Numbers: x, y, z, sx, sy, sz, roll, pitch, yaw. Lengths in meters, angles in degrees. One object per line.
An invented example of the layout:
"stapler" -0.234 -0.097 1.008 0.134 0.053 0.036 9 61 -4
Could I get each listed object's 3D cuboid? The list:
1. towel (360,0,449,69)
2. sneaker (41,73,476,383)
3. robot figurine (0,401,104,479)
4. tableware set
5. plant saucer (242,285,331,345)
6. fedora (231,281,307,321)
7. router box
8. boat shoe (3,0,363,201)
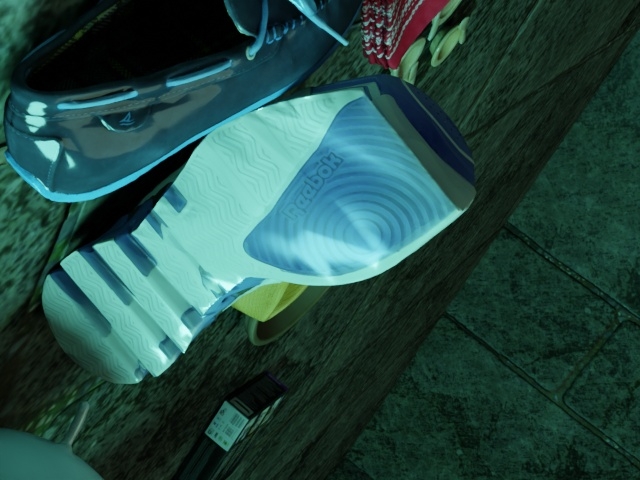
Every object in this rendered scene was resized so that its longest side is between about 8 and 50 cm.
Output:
"towel" 0.098 -0.240 0.811 0.199 0.031 0.275 -50 171 -5
"sneaker" -0.040 -0.033 0.766 0.315 0.127 0.182 -28 -164 32
"robot figurine" -0.254 0.264 0.721 0.353 0.199 0.300 -45 152 -26
"tableware set" 0.109 -0.196 1.154 0.169 0.020 0.141 -49 167 -12
"plant saucer" 0.000 0.000 1.265 0.278 0.041 0.278 -49 168 -14
"fedora" -0.045 0.010 1.041 0.194 0.079 0.194 -48 167 -15
"router box" -0.129 0.279 1.563 0.179 0.046 0.133 -57 167 22
"boat shoe" -0.054 -0.116 0.602 0.258 0.109 0.089 -48 164 -27
